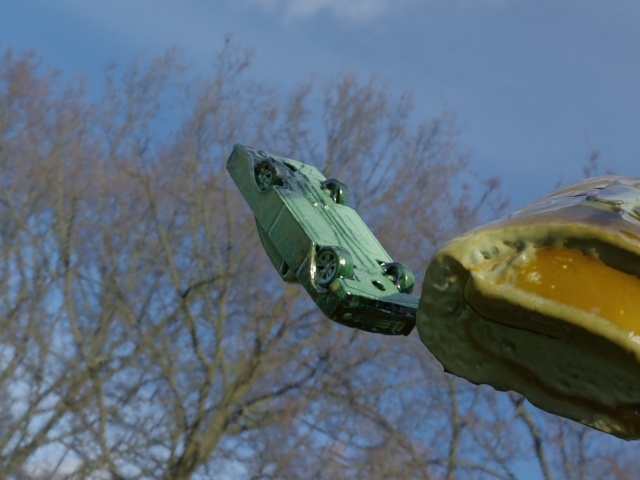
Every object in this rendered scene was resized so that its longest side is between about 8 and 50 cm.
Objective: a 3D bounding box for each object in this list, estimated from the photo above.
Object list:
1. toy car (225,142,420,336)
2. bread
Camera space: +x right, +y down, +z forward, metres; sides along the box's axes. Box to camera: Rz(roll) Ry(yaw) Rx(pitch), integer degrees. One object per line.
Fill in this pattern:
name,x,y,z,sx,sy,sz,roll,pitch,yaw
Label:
toy car,0.000,0.000,1.288,0.141,0.097,0.321,16,27,-39
bread,0.306,0.045,1.111,0.300,0.341,0.210,26,-67,29
